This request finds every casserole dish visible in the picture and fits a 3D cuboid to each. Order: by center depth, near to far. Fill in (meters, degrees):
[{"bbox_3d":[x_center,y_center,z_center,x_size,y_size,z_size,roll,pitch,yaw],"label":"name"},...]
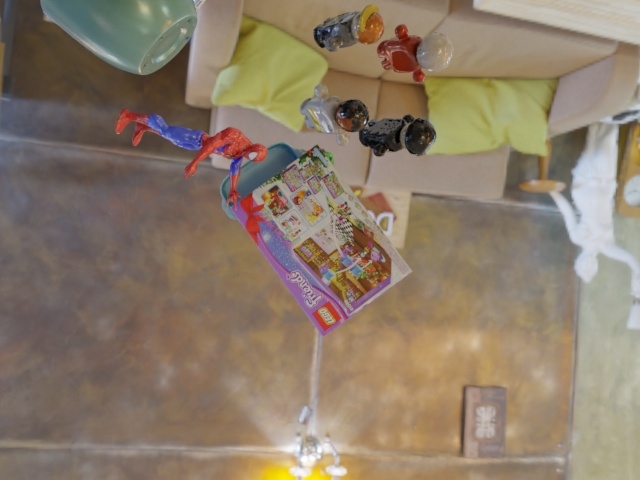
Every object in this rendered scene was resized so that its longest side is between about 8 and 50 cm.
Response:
[{"bbox_3d":[-0.110,-0.112,1.206,0.188,0.114,0.037,-37,-160,-6],"label":"casserole dish"}]

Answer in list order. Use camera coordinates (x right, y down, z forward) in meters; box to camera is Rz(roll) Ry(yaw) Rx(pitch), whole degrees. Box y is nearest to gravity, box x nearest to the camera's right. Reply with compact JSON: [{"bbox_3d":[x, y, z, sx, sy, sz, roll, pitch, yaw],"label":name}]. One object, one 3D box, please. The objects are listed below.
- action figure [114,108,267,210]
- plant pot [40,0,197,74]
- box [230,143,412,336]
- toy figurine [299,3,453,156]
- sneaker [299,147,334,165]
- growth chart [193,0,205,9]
[{"bbox_3d":[-0.230,-0.143,1.093,0.280,0.139,0.091,9,171,17],"label":"action figure"},{"bbox_3d":[-0.419,-0.516,1.377,0.235,0.293,0.293,45,170,-6],"label":"plant pot"},{"bbox_3d":[0.000,0.000,1.138,0.200,0.293,0.057,-36,174,-2],"label":"box"},{"bbox_3d":[0.089,-0.243,0.964,0.209,0.213,0.148,10,-174,-38],"label":"toy figurine"},{"bbox_3d":[-0.030,-0.191,1.719,0.146,0.134,0.343,-18,-164,1],"label":"sneaker"},{"bbox_3d":[-0.373,-0.722,1.638,0.172,0.237,0.021,-43,180,32],"label":"growth chart"}]
